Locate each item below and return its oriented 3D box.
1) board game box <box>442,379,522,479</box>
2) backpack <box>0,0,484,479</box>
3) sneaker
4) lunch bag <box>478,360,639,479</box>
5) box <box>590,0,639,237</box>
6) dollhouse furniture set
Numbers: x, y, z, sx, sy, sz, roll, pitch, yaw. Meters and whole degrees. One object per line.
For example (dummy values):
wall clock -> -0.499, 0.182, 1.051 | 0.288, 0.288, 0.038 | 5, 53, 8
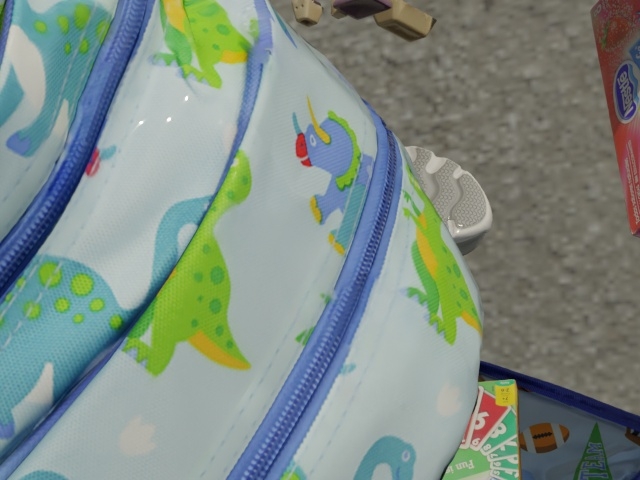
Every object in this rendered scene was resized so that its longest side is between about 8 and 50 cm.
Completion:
board game box -> 0.114, 0.245, 1.495 | 0.039, 0.124, 0.259 | 68, 20, -57
backpack -> -0.119, 0.074, 0.494 | 0.355, 0.290, 0.273 | -33, 111, -6
sneaker -> 0.000, 0.000, 1.336 | 0.115, 0.281, 0.105 | 66, 28, -42
lunch bag -> 0.205, 0.306, 1.920 | 0.239, 0.385, 0.328 | -50, 142, -23
box -> 0.367, -0.135, 1.601 | 0.154, 0.142, 0.300 | 17, 47, -22
dollhouse furniture set -> 0.044, -0.230, 1.576 | 0.114, 0.091, 0.081 | 20, 64, -46
